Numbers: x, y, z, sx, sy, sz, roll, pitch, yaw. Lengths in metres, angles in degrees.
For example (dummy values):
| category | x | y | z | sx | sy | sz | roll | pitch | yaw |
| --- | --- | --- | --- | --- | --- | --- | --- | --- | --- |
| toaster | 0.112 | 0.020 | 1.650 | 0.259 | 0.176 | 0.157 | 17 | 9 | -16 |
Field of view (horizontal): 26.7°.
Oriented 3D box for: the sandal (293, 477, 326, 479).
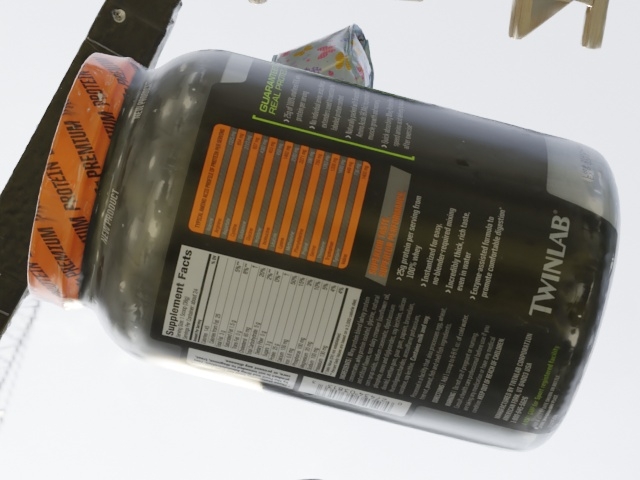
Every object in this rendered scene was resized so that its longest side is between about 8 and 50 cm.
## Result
| category | x | y | z | sx | sy | sz | roll | pitch | yaw |
| --- | --- | --- | --- | --- | --- | --- | --- | --- | --- |
| sandal | -0.065 | 0.184 | 0.630 | 0.219 | 0.060 | 0.090 | -39 | -96 | 6 |

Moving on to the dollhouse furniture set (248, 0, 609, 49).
| category | x | y | z | sx | sy | sz | roll | pitch | yaw |
| --- | --- | --- | --- | --- | --- | --- | --- | --- | --- |
| dollhouse furniture set | 0.099 | -0.395 | 1.178 | 0.362 | 0.394 | 0.256 | 10 | -48 | 10 |

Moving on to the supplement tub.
| category | x | y | z | sx | sy | sz | roll | pitch | yaw |
| --- | --- | --- | --- | --- | --- | --- | --- | --- | --- |
| supplement tub | 0.000 | 0.000 | 0.485 | 0.190 | 0.117 | 0.117 | 15 | -84 | -2 |

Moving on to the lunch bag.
| category | x | y | z | sx | sy | sz | roll | pitch | yaw |
| --- | --- | --- | --- | --- | --- | --- | --- | --- | --- |
| lunch bag | 0.003 | -0.125 | 1.007 | 0.071 | 0.083 | 0.053 | -19 | -61 | 13 |

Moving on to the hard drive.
| category | x | y | z | sx | sy | sz | roll | pitch | yaw |
| --- | --- | --- | --- | --- | --- | --- | --- | --- | --- |
| hard drive | -0.228 | -0.075 | 1.182 | 0.064 | 0.237 | 0.339 | 29 | -88 | -12 |
